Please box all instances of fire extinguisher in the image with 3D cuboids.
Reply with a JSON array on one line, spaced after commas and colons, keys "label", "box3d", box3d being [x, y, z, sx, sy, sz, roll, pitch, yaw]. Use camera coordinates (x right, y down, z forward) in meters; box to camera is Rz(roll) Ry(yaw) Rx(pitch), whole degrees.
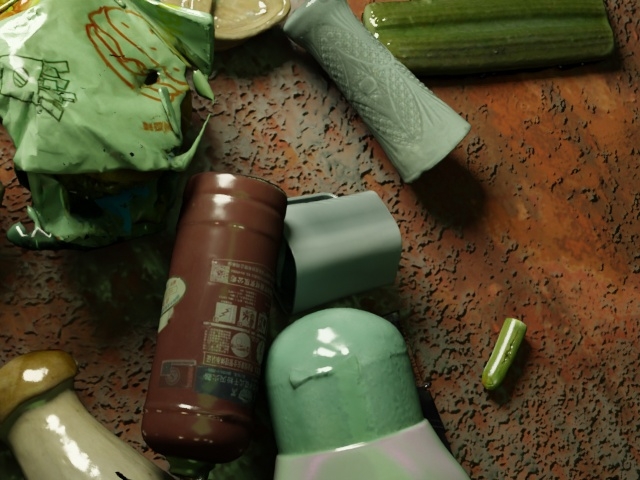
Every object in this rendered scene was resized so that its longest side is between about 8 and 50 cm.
[{"label": "fire extinguisher", "box3d": [-0.113, 0.108, 0.926, 0.138, 0.102, 0.344, 31, 63, -51]}]

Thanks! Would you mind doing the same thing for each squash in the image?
[{"label": "squash", "box3d": [0.201, 0.128, 1.133, 0.027, 0.027, 0.083, 29, 74, -9]}]

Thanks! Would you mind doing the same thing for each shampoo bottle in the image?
[{"label": "shampoo bottle", "box3d": [0.041, 0.236, 0.969, 0.221, 0.151, 0.350, -15, 86, 10]}]

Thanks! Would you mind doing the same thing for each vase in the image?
[{"label": "vase", "box3d": [0.057, -0.173, 1.109, 0.096, 0.096, 0.219, -44, 97, -19]}]

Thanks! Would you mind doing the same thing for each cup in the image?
[{"label": "cup", "box3d": [0.000, 0.000, 1.071, 0.129, 0.095, 0.128, -13, 47, -21]}]

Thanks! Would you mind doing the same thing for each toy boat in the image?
[{"label": "toy boat", "box3d": [-0.127, -0.264, 1.103, 0.188, 0.061, 0.116, 14, 74, -13]}]

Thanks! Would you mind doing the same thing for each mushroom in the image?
[{"label": "mushroom", "box3d": [-0.184, 0.251, 0.954, 0.128, 0.128, 0.350, -39, 87, -19]}]

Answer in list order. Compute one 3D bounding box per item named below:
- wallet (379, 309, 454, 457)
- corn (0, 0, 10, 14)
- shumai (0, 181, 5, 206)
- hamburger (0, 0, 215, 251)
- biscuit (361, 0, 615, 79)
[{"label": "wallet", "box3d": [0.069, 0.198, 1.075, 0.124, 0.042, 0.230, -19, 83, -16]}, {"label": "corn", "box3d": [-0.410, -0.288, 1.000, 0.322, 0.119, 0.119, 47, 71, -6]}, {"label": "shumai", "box3d": [-0.418, 0.016, 0.933, 0.346, 0.217, 0.283, 28, 42, -4]}, {"label": "hamburger", "box3d": [-0.190, -0.129, 0.957, 0.260, 0.150, 0.276, -35, 109, -45]}, {"label": "biscuit", "box3d": [0.207, -0.243, 1.206, 0.322, 0.038, 0.099, -7, 78, -17]}]
